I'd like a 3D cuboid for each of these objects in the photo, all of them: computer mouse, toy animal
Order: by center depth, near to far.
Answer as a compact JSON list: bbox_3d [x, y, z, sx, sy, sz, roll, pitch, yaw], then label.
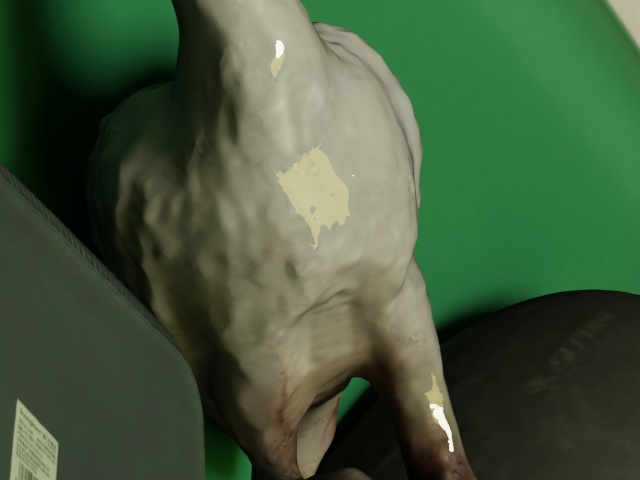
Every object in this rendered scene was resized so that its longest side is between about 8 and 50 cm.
[{"bbox_3d":[-0.012,-0.013,0.465,0.090,0.195,0.324,-24,100,-18],"label":"toy animal"},{"bbox_3d":[0.055,0.114,0.598,0.269,0.137,0.086,-55,146,-21],"label":"computer mouse"}]

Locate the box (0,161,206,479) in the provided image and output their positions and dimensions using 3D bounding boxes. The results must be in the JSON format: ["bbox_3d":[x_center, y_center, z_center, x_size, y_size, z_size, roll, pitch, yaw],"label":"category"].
[{"bbox_3d":[-0.093,0.055,0.348,0.201,0.090,0.144,55,25,-57],"label":"box"}]
